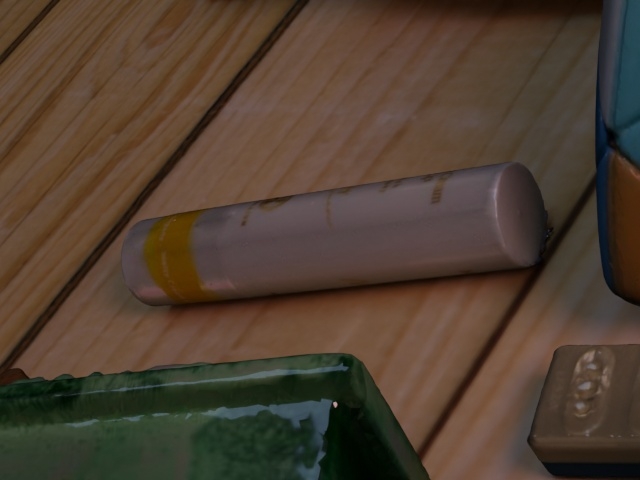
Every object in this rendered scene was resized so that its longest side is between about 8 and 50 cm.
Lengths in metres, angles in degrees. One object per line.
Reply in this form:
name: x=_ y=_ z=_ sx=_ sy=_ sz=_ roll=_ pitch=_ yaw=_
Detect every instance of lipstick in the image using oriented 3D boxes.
lipstick: x=0.000 y=0.000 z=0.774 sx=0.264 sy=0.059 sz=0.059 roll=-8 pitch=44 yaw=35

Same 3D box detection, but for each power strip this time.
power strip: x=0.153 y=0.072 z=0.580 sx=0.123 sy=0.032 sz=0.056 roll=-5 pitch=47 yaw=36

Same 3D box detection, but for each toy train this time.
toy train: x=-0.084 y=0.164 z=0.550 sx=0.266 sy=0.145 sz=0.201 roll=-7 pitch=50 yaw=19

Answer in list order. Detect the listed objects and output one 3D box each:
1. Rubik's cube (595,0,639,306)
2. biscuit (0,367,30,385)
Rubik's cube: x=0.181 y=-0.087 z=0.583 sx=0.254 sy=0.254 sz=0.254 roll=-23 pitch=37 yaw=19
biscuit: x=-0.152 y=0.164 z=0.726 sx=0.302 sy=0.043 sz=0.278 roll=-17 pitch=39 yaw=26
